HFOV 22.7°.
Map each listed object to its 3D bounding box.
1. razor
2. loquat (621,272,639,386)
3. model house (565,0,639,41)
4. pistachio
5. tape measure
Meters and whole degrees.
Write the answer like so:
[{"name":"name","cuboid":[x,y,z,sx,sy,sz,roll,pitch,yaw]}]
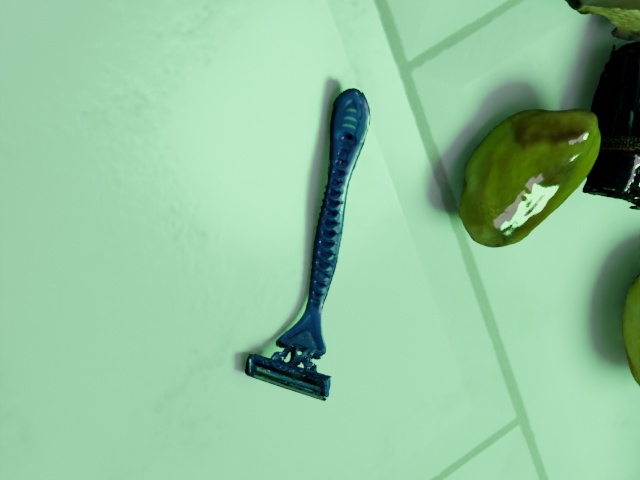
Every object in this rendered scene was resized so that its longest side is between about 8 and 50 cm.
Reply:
[{"name":"razor","cuboid":[0.004,-0.001,1.656,0.056,0.093,0.324,-21,126,-72]},{"name":"loquat","cuboid":[0.463,0.111,1.900,0.213,0.213,0.213,-13,116,-28]},{"name":"model house","cuboid":[0.384,-0.302,1.717,0.172,0.166,0.183,21,82,-52]},{"name":"pistachio","cuboid":[0.225,-0.073,1.737,0.189,0.100,0.110,-49,147,0]},{"name":"tape measure","cuboid":[0.397,-0.129,1.803,0.223,0.135,0.202,5,97,-37]}]
